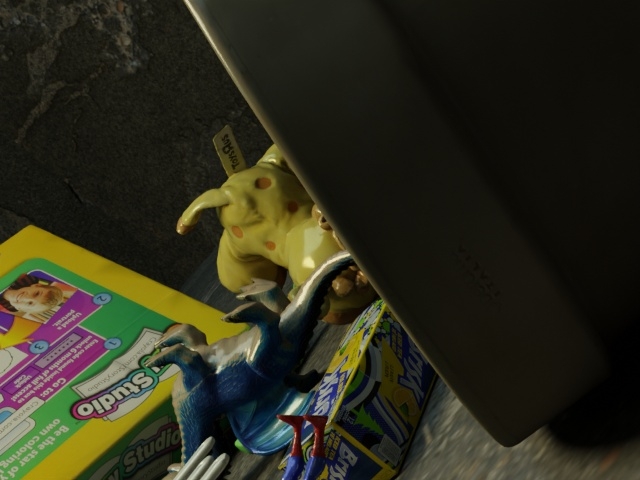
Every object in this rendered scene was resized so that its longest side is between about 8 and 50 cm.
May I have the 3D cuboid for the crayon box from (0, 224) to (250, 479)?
[{"bbox_3d":[-0.290,0.162,1.542,0.363,0.313,0.106,-40,-41,-35],"label":"crayon box"}]

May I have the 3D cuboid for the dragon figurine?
[{"bbox_3d":[-0.044,0.115,1.312,0.289,0.144,0.085,-32,12,12],"label":"dragon figurine"}]

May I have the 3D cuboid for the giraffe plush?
[{"bbox_3d":[0.000,0.000,1.417,0.181,0.170,0.210,-49,-31,0],"label":"giraffe plush"}]

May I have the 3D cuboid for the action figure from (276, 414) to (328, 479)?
[{"bbox_3d":[-0.015,0.158,0.934,0.038,0.030,0.115,-6,79,42],"label":"action figure"}]

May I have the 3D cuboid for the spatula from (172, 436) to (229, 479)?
[{"bbox_3d":[-0.153,0.244,1.198,0.242,0.019,0.168,-52,5,-5],"label":"spatula"}]

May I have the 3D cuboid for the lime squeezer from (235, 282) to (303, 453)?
[{"bbox_3d":[-0.007,0.064,1.518,0.310,0.059,0.110,-52,6,-19],"label":"lime squeezer"}]

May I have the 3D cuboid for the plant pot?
[{"bbox_3d":[0.112,-0.113,0.740,0.280,0.323,0.323,-34,8,6],"label":"plant pot"}]

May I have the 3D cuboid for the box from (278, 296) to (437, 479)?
[{"bbox_3d":[0.033,0.097,1.029,0.059,0.054,0.169,-46,7,33],"label":"box"}]
